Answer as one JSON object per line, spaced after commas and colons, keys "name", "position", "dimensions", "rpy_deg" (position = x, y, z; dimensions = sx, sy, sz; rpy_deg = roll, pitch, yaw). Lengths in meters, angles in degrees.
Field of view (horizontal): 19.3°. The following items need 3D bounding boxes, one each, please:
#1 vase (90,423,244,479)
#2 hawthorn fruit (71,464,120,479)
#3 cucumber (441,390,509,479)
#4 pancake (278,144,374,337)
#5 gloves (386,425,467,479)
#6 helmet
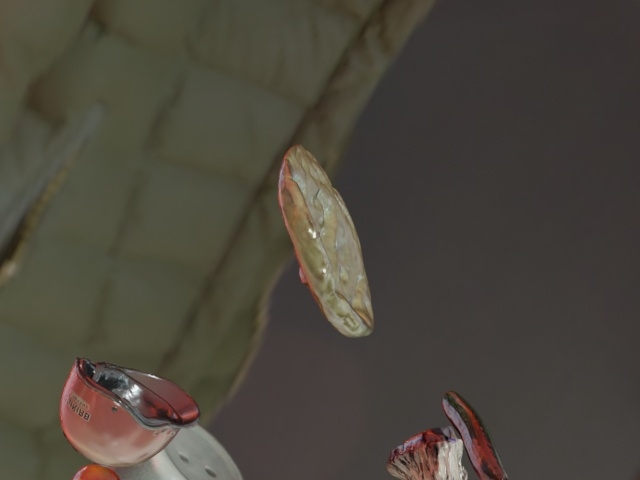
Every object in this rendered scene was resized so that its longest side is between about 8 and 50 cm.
{"name": "vase", "position": [-0.251, 0.362, 2.397], "dimensions": [0.245, 0.291, 0.245], "rpy_deg": [38, 19, -16]}
{"name": "hawthorn fruit", "position": [-0.270, 0.306, 2.245], "dimensions": [0.077, 0.077, 0.077], "rpy_deg": [26, 18, -9]}
{"name": "cucumber", "position": [0.160, 0.203, 1.941], "dimensions": [0.033, 0.036, 0.184], "rpy_deg": [-3, 26, -12]}
{"name": "pancake", "position": [0.000, 0.000, 2.126], "dimensions": [0.242, 0.050, 0.241], "rpy_deg": [-18, 90, -79]}
{"name": "gloves", "position": [0.147, 0.361, 2.074], "dimensions": [0.135, 0.312, 0.210], "rpy_deg": [2, -17, -19]}
{"name": "helmet", "position": [-0.110, 0.100, 1.034], "dimensions": [0.084, 0.049, 0.065], "rpy_deg": [20, 14, -46]}
